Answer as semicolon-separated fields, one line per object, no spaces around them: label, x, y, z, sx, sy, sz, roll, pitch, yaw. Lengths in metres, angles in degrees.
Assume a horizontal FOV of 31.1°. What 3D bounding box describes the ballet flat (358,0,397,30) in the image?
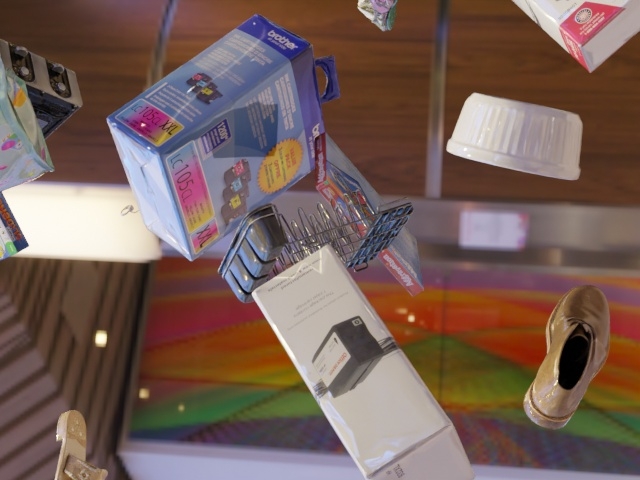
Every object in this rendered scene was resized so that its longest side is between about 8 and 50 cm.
ballet flat;0.114;-0.475;2.291;0.221;0.079;0.077;66;-146;-86

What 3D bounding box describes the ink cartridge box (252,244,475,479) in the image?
ink cartridge box;0.059;0.192;1.510;0.307;0.129;0.223;56;176;32

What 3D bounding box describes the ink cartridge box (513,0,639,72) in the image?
ink cartridge box;0.261;-0.263;1.165;0.150;0.109;0.063;52;-172;31

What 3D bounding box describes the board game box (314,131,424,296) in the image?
board game box;0.081;-0.042;1.919;0.281;0.027;0.145;48;-158;-30

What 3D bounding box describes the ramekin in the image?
ramekin;0.392;-0.210;2.271;0.273;0.272;0.127;-48;-29;-78

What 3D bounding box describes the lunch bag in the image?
lunch bag;-0.462;-0.125;1.410;0.262;0.223;0.160;174;77;-84

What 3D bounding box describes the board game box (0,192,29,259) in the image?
board game box;-0.578;-0.055;1.887;0.201;0.136;0.035;64;-150;-9

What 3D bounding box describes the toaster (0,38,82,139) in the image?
toaster;-0.533;-0.247;2.006;0.168;0.185;0.110;21;-136;-43

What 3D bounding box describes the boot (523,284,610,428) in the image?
boot;0.424;0.164;1.871;0.305;0.112;0.115;-58;-10;-44

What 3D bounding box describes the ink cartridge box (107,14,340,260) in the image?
ink cartridge box;-0.139;-0.192;1.951;0.395;0.151;0.270;-41;-35;-24

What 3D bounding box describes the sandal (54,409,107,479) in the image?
sandal;-0.423;0.411;2.067;0.088;0.079;0.240;41;-146;-53

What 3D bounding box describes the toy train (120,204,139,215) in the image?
toy train;-0.330;-0.100;2.316;0.046;0.125;0.166;52;-136;-30

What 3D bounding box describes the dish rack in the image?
dish rack;0.000;0.000;1.690;0.074;0.271;0.208;64;153;18
